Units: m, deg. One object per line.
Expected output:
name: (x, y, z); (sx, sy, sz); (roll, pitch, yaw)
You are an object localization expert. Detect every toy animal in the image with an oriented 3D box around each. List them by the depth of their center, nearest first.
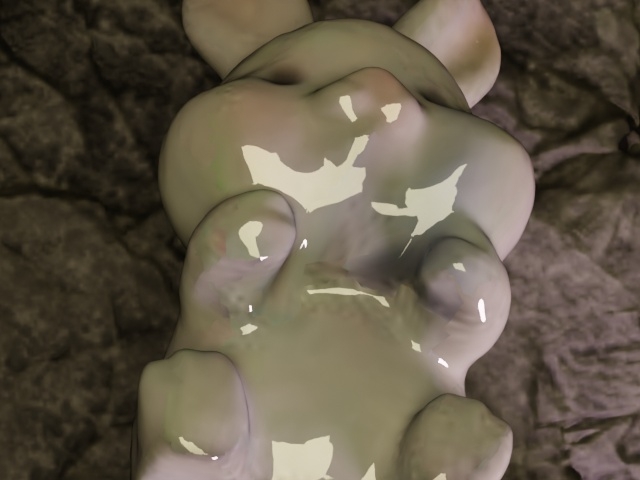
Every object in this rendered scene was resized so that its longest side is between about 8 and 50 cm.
toy animal: (0.002, 0.000, 0.954); (0.196, 0.241, 0.367); (9, 71, -9)
